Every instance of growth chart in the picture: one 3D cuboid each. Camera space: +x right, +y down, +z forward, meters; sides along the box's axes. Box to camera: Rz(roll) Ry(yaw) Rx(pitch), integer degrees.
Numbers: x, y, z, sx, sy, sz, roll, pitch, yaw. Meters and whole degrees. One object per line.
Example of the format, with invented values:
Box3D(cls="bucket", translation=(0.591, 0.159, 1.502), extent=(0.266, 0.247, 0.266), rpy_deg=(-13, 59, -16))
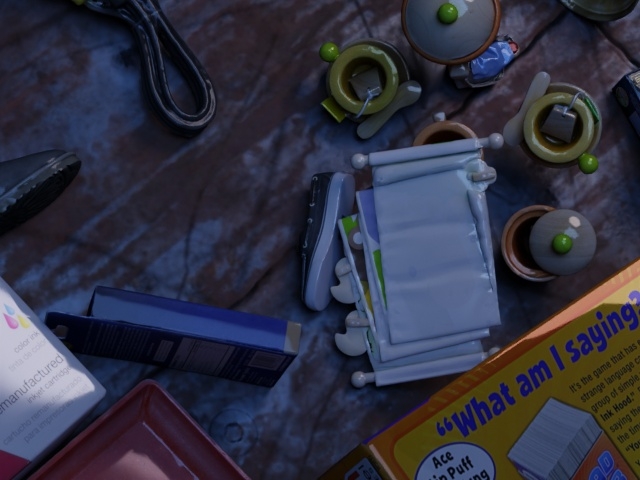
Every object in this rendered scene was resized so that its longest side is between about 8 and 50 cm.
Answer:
Box3D(cls="growth chart", translation=(0.092, 0.020, 1.812), extent=(0.172, 0.021, 0.237), rpy_deg=(-2, 90, 15))

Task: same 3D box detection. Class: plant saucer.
Box3D(cls="plant saucer", translation=(-0.155, 0.294, 1.698), extent=(0.259, 0.047, 0.258), rpy_deg=(46, 56, 5))

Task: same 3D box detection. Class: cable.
Box3D(cls="cable", translation=(-0.192, -0.232, 1.895), extent=(0.287, 0.072, 0.139), rpy_deg=(52, 53, -6))

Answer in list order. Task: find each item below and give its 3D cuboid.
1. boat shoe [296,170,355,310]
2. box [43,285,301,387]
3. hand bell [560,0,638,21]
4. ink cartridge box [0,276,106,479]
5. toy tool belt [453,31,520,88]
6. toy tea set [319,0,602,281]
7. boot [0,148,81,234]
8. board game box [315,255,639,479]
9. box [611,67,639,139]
Box3D(cls="boat shoe", translation=(0.000, 0.000, 1.854), extent=(0.040, 0.049, 0.142), rpy_deg=(5, 72, 26))
Box3D(cls="box", translation=(-0.139, 0.086, 1.744), extent=(0.225, 0.136, 0.036), rpy_deg=(10, 72, -9))
Box3D(cls="hand bell", translation=(0.344, -0.347, 2.018), extent=(0.126, 0.126, 0.242), rpy_deg=(43, 57, 4))
Box3D(cls="ink cartridge box", translation=(-0.375, 0.105, 1.658), extent=(0.306, 0.131, 0.226), rpy_deg=(47, 53, 0))
Box3D(cls="toy tool belt", translation=(0.172, -0.187, 1.942), extent=(0.083, 0.051, 0.052), rpy_deg=(-25, 79, -18))
Box3D(cls="toy tea set", translation=(0.157, -0.114, 1.846), extent=(0.336, 0.124, 0.200), rpy_deg=(44, 97, 3))
Box3D(cls="boot", translation=(-0.355, -0.096, 1.801), extent=(0.190, 0.076, 0.208), rpy_deg=(-33, 75, -21))
Box3D(cls="board game box", translation=(0.207, 0.276, 1.611), extent=(0.357, 0.356, 0.356), rpy_deg=(-31, 81, -28))
Box3D(cls="box", translation=(0.441, -0.140, 1.987), extent=(0.233, 0.044, 0.159), rpy_deg=(-24, 79, -18))
